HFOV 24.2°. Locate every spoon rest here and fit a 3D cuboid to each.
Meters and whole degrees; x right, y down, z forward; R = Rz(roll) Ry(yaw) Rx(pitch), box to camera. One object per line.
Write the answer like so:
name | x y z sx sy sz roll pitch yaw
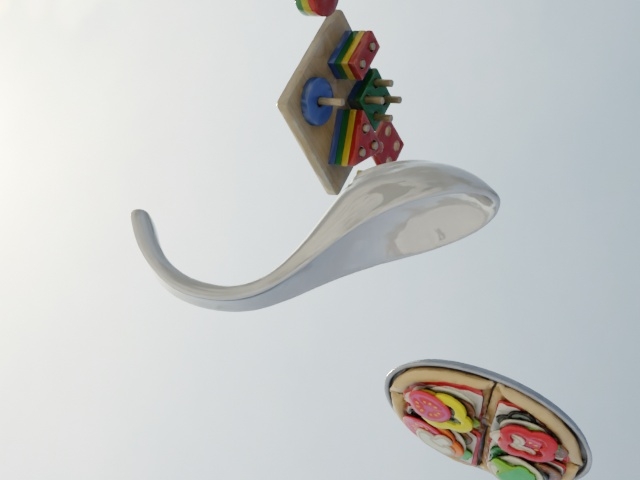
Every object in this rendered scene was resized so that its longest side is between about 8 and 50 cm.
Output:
spoon rest | 0.000 0.000 1.125 0.137 0.276 0.084 77 4 -72

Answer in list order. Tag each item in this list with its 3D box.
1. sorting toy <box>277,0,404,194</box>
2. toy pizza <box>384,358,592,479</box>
sorting toy | 0.031 -0.128 1.469 0.046 0.274 0.132 6 -127 33
toy pizza | 0.147 0.174 1.353 0.201 0.201 0.032 -15 -139 52
